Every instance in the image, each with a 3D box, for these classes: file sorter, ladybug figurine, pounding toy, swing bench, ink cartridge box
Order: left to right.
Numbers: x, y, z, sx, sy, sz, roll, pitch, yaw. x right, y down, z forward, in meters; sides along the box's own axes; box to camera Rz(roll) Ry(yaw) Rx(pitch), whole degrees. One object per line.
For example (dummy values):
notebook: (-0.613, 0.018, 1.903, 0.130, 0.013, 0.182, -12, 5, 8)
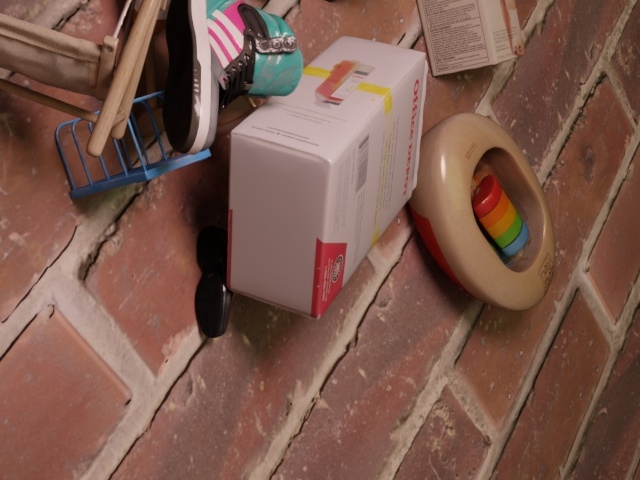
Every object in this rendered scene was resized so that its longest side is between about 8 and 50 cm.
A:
swing bench: (-0.324, -0.266, 1.286, 0.253, 0.165, 0.255, 20, 103, -5)
file sorter: (-0.259, -0.133, 1.495, 0.118, 0.170, 0.104, -26, 102, -46)
pounding toy: (-0.159, -0.256, 1.627, 0.155, 0.154, 0.269, 56, 49, -29)
ink cartridge box: (0.016, -0.109, 1.688, 0.385, 0.160, 0.279, -49, 150, -50)
ladybug figurine: (0.301, -0.043, 2.113, 0.449, 0.162, 0.305, 54, 51, -29)

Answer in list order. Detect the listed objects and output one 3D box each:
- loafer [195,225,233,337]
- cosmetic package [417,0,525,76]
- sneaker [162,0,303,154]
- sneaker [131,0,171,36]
loafer: (-0.149, 0.064, 1.680, 0.061, 0.062, 0.170, 11, 79, -52)
cosmetic package: (0.278, -0.481, 2.138, 0.129, 0.153, 0.296, -24, 106, -48)
sneaker: (-0.110, -0.215, 1.460, 0.178, 0.124, 0.295, 15, 50, -24)
sneaker: (-0.207, -0.396, 1.653, 0.290, 0.106, 0.123, -54, 170, -51)
